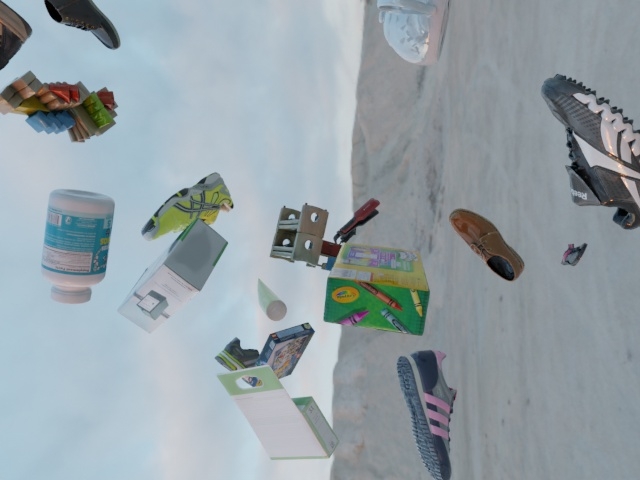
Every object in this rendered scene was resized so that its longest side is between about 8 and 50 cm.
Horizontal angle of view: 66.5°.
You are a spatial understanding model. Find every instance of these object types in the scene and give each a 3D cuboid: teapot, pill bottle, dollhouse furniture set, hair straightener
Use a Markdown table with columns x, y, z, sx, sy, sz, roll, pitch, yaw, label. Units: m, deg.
| x | y | z | sx | sy | sz | roll | pitch | yaw | label |
| --- | --- | --- | --- | --- | --- | --- | --- | --- | --- |
| 0.254 | -0.615 | 1.352 | 0.256 | 0.186 | 0.253 | 82 | -156 | -57 | teapot |
| -0.592 | 0.015 | 1.187 | 0.146 | 0.146 | 0.264 | -30 | -47 | -76 | pill bottle |
| 0.000 | 0.000 | 1.148 | 0.129 | 0.183 | 0.129 | 2 | 78 | 61 | dollhouse furniture set |
| 0.109 | -0.036 | 1.527 | 0.230 | 0.047 | 0.089 | -46 | -29 | -32 | hair straightener |

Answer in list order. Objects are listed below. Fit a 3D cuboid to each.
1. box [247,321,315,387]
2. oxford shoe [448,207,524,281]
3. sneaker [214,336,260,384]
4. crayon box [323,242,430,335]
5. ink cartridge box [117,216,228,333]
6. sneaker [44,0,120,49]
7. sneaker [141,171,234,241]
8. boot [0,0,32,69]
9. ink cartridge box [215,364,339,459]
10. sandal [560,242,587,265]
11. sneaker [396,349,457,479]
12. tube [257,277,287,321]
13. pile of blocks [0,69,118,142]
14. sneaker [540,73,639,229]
| x | y | z | sx | sy | sz | roll | pitch | yaw | label |
| --- | --- | --- | --- | --- | --- | --- | --- | --- | --- |
| -0.128 | 0.374 | 1.583 | 0.159 | 0.044 | 0.233 | -10 | -43 | -42 | box |
| 0.376 | 0.008 | 1.114 | 0.076 | 0.212 | 0.076 | -53 | -13 | 33 | oxford shoe |
| -0.258 | 0.490 | 1.887 | 0.300 | 0.111 | 0.121 | 44 | -114 | -24 | sneaker |
| 0.106 | 0.077 | 0.907 | 0.278 | 0.165 | 0.081 | -54 | -29 | -76 | crayon box |
| -0.413 | 0.100 | 1.365 | 0.121 | 0.289 | 0.211 | 40 | -142 | -17 | ink cartridge box |
| -0.692 | -0.630 | 1.418 | 0.222 | 0.083 | 0.118 | 55 | -129 | -42 | sneaker |
| -0.428 | -0.097 | 1.637 | 0.147 | 0.145 | 0.384 | 52 | -135 | -7 | sneaker |
| -0.782 | -0.395 | 0.893 | 0.377 | 0.138 | 0.284 | 30 | -100 | -43 | boot |
| -0.089 | 0.343 | 0.999 | 0.056 | 0.171 | 0.235 | -41 | -74 | -51 | ink cartridge box |
| 0.718 | 0.039 | 1.407 | 0.067 | 0.040 | 0.179 | -59 | -13 | -2 | sandal |
| 0.290 | 0.424 | 1.191 | 0.112 | 0.131 | 0.319 | 165 | 92 | -71 | sneaker |
| -0.157 | 0.177 | 1.453 | 0.070 | 0.062 | 0.240 | -55 | 19 | -6 | tube |
| -0.630 | -0.337 | 1.241 | 0.362 | 0.112 | 0.149 | -30 | -78 | -68 | pile of blocks |
| 0.339 | -0.097 | 0.597 | 0.234 | 0.106 | 0.078 | 39 | -156 | -9 | sneaker |
